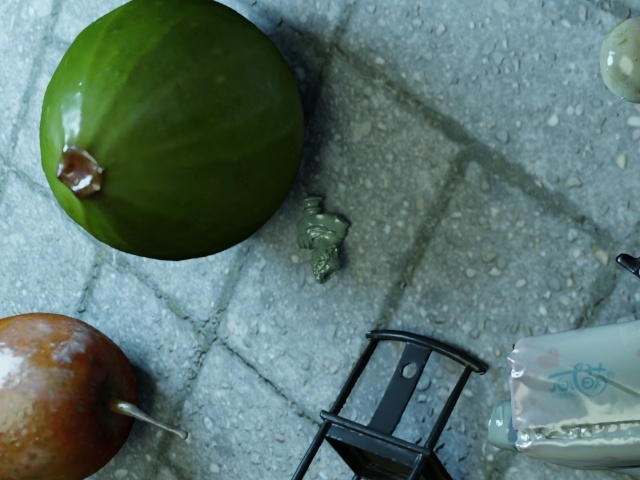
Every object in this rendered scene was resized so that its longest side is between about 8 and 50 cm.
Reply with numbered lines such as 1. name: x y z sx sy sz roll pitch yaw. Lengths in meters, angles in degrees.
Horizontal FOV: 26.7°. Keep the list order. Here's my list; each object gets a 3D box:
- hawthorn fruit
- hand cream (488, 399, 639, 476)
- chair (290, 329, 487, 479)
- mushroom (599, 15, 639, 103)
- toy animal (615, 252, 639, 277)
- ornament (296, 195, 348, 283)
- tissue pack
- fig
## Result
1. hawthorn fruit: -0.344 0.192 1.708 0.263 0.231 0.235 -34 105 1
2. hand cream: 0.289 0.199 1.339 0.255 0.048 0.079 3 106 33
3. chair: 0.073 0.243 1.460 0.155 0.141 0.260 16 64 33
4. mushroom: 0.297 -0.165 1.241 0.084 0.067 0.083 1 82 -5
5. toy animal: 0.377 -0.025 1.221 0.210 0.121 0.117 -46 27 17
6. ornament: 0.000 -0.004 1.516 0.068 0.041 0.092 -49 61 27
7. tissue pack: 0.325 0.135 1.181 0.271 0.201 0.124 -11 70 29
8. fig: -0.174 -0.115 1.448 0.316 0.316 0.316 8 104 35
